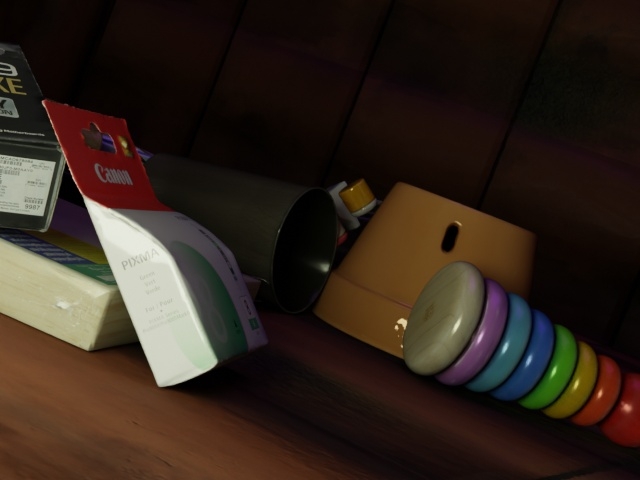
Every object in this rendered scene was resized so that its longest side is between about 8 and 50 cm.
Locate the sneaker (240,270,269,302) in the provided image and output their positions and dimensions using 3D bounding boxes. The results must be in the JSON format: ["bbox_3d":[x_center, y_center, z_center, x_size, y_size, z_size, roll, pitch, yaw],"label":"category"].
[{"bbox_3d":[-0.148,0.026,1.402,0.170,0.051,0.089,23,-2,-23],"label":"sneaker"}]

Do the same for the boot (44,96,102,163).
[{"bbox_3d":[-0.447,-0.186,1.618,0.269,0.089,0.236,17,18,-37],"label":"boot"}]

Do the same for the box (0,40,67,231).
[{"bbox_3d":[-0.370,-0.105,0.949,0.307,0.076,0.242,6,24,-25],"label":"box"}]

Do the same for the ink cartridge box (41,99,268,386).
[{"bbox_3d":[-0.119,-0.006,0.954,0.056,0.224,0.181,-21,-3,9],"label":"ink cartridge box"}]

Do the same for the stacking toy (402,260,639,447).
[{"bbox_3d":[0.265,0.154,1.455,0.330,0.141,0.141,28,2,-16],"label":"stacking toy"}]

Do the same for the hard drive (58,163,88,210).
[{"bbox_3d":[-0.425,-0.101,1.610,0.339,0.064,0.237,20,4,-27],"label":"hard drive"}]

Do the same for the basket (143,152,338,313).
[{"bbox_3d":[-0.116,-0.020,1.534,0.227,0.154,0.204,18,-14,20],"label":"basket"}]

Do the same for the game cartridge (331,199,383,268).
[{"bbox_3d":[0.116,0.025,1.917,0.355,0.068,0.230,12,-34,35],"label":"game cartridge"}]

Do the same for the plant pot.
[{"bbox_3d":[0.157,0.050,1.629,0.291,0.203,0.291,21,3,-1],"label":"plant pot"}]

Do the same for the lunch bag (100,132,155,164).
[{"bbox_3d":[-0.358,-0.121,1.926,0.243,0.115,0.303,22,2,-23],"label":"lunch bag"}]

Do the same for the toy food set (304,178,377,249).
[{"bbox_3d":[0.000,0.000,1.675,0.232,0.111,0.104,-19,-74,53],"label":"toy food set"}]

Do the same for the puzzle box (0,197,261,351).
[{"bbox_3d":[-0.235,0.012,1.109,0.272,0.052,0.409,22,4,13],"label":"puzzle box"}]
